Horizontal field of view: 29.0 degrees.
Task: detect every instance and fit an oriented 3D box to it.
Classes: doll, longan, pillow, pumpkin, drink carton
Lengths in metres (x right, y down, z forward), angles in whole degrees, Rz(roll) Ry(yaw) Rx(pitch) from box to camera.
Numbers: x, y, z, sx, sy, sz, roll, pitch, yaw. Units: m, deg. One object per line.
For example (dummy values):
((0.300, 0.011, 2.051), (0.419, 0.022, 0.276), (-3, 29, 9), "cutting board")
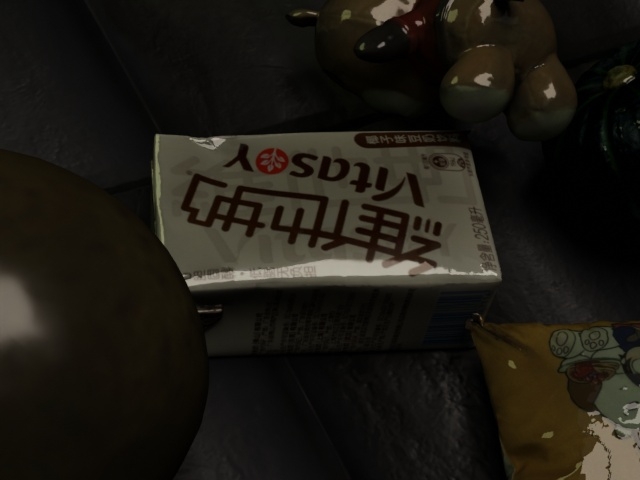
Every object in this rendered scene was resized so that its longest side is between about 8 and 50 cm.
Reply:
((0.122, -0.209, 1.298), (0.235, 0.174, 0.330), (5, 8, -36), "doll")
((-0.269, 0.097, 0.969), (0.361, 0.361, 0.361), (5, 52, -6), "longan")
((0.300, 0.197, 1.098), (0.310, 0.119, 0.312), (-1, 60, -7), "pillow")
((0.374, -0.090, 1.297), (0.248, 0.248, 0.248), (5, 52, -6), "pumpkin")
((0.001, 0.000, 1.200), (0.325, 0.132, 0.194), (-2, 52, -10), "drink carton")
